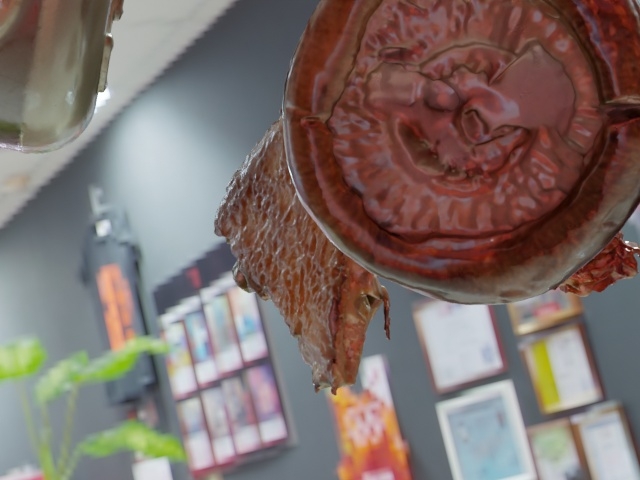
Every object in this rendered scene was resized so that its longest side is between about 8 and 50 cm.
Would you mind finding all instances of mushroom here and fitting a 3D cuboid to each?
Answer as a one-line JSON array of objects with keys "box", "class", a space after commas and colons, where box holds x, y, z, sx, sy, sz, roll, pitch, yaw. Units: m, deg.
[{"box": [0.047, -0.040, 0.551, 0.123, 0.123, 0.052, -17, 10, 18], "class": "mushroom"}]

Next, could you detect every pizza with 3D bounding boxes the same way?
[{"box": [0.000, 0.000, 1.263, 0.069, 0.147, 0.226, 11, 22, -34], "class": "pizza"}]

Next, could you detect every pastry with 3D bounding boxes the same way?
[{"box": [0.156, -0.030, 1.167, 0.087, 0.063, 0.169, -11, 30, 0], "class": "pastry"}]

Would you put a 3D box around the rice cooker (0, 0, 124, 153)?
[{"box": [-0.244, -0.202, 1.051, 0.277, 0.288, 0.288, 11, -14, -8], "class": "rice cooker"}]
